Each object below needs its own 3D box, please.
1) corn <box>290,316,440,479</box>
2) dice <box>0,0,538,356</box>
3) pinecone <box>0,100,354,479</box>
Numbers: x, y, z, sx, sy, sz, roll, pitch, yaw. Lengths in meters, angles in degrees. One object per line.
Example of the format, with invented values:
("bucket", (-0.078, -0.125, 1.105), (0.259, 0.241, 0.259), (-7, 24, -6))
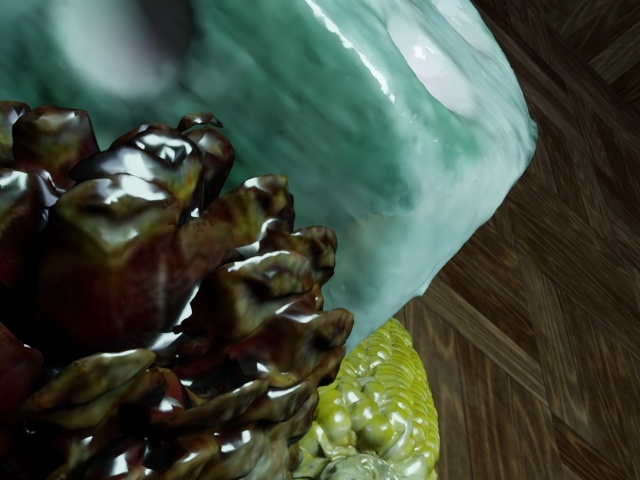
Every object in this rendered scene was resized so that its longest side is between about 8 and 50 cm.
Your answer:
("corn", (0.022, 0.127, 0.946), (0.130, 0.130, 0.347), (47, 10, -9))
("dice", (-0.075, -0.081, 0.863), (0.348, 0.328, 0.330), (46, 24, -10))
("pinecone", (-0.126, 0.069, 0.595), (0.242, 0.298, 0.296), (24, 33, -33))
